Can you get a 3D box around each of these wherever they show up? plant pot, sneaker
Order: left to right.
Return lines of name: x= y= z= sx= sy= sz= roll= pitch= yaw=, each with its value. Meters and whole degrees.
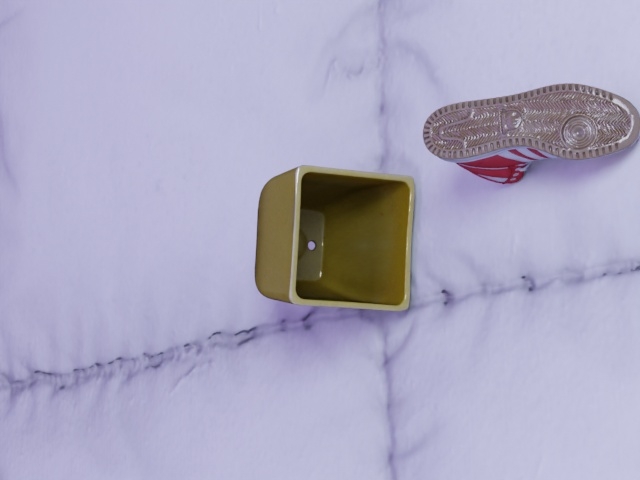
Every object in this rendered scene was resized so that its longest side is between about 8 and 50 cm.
plant pot: x=0.000 y=0.000 z=1.178 sx=0.083 sy=0.081 sz=0.082 roll=-2 pitch=84 yaw=61
sneaker: x=0.122 y=-0.057 z=1.070 sx=0.118 sy=0.067 sz=0.042 roll=-2 pitch=81 yaw=21
